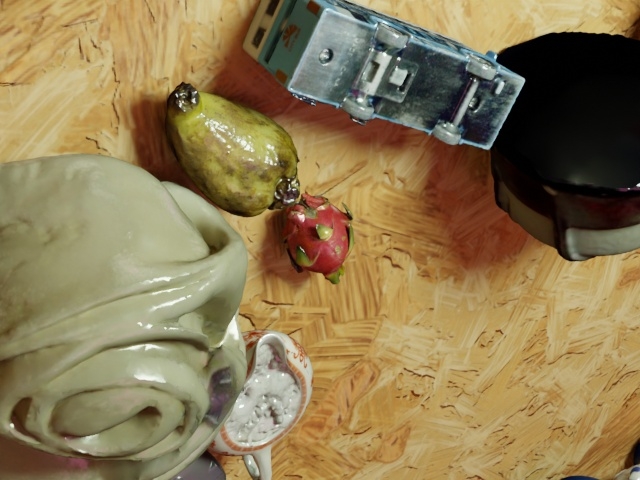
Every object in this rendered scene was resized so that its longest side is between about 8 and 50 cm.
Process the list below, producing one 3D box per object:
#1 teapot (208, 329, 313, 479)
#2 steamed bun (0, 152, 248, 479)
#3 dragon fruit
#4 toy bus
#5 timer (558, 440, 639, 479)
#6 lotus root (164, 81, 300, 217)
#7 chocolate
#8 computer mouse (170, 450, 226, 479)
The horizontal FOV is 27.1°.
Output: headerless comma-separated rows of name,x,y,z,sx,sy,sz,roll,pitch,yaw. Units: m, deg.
teapot,-0.082,0.188,1.560,0.159,0.116,0.246,-34,133,-31
steamed bun,-0.213,0.107,1.301,0.342,0.255,0.368,-8,123,-30
dragon fruit,-0.001,0.002,1.512,0.086,0.081,0.116,-32,134,-30
toy bus,0.070,-0.183,1.399,0.297,0.131,0.106,11,112,-42
timer,0.497,0.432,2.107,0.383,0.270,0.270,-36,137,-33
lotus root,-0.101,-0.100,1.361,0.190,0.094,0.108,39,68,-38
chocolate,0.317,-0.094,1.569,0.283,0.283,0.186,-22,142,-24
computer mouse,-0.220,0.330,1.591,0.232,0.057,0.120,-40,135,-4
